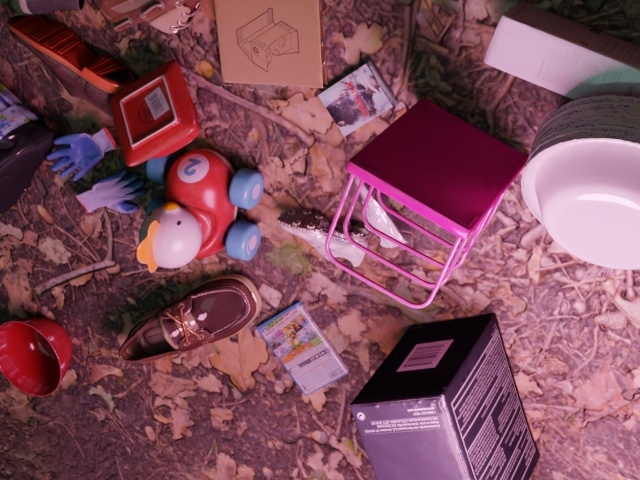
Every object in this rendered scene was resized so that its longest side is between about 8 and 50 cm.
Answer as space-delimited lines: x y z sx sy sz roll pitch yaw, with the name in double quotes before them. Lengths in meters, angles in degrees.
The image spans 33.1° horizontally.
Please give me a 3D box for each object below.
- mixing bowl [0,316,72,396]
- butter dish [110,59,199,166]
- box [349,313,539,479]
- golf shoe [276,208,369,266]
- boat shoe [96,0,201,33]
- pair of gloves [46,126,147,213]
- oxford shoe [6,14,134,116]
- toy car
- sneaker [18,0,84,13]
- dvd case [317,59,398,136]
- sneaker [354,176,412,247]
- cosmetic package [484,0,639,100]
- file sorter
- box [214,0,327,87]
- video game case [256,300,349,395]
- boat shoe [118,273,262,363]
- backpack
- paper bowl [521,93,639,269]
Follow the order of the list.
"mixing bowl" -0.606 0.235 2.330 0.181 0.098 0.182 12 118 23
"butter dish" -0.280 -0.216 1.949 0.159 0.118 0.160 -28 64 18
"box" 0.218 0.327 1.823 0.182 0.296 0.294 -12 106 30
"golf shoe" 0.000 0.000 1.930 0.176 0.069 0.086 17 125 21
"boat shoe" -0.252 -0.420 1.844 0.324 0.123 0.117 2 117 37
"pair of gloves" -0.433 -0.128 2.091 0.159 0.023 0.198 -19 116 26
"oxford shoe" -0.479 -0.326 2.012 0.271 0.097 0.098 35 129 10
"toy car" -0.253 -0.039 1.937 0.219 0.238 0.210 16 119 20
"sneaker" -0.486 -0.524 1.946 0.118 0.083 0.222 1 107 7
"dvd case" 0.062 -0.239 1.817 0.119 0.013 0.087 -28 97 33
"sneaker" 0.095 -0.050 1.863 0.061 0.053 0.152 -27 99 37
"cosmetic package" 0.372 -0.267 1.582 0.231 0.117 0.086 26 121 13
"file sorter" 0.161 -0.057 1.685 0.202 0.290 0.182 31 126 12
"box" -0.085 -0.346 1.841 0.201 0.021 0.165 8 116 24
"video game case" -0.034 0.210 2.072 0.119 0.015 0.166 -33 95 35
"boat shoe" -0.264 0.168 2.106 0.342 0.123 0.123 -20 102 33
"backpack" -0.739 -0.236 2.114 0.290 0.273 0.356 -41 80 39
"paper bowl" 0.432 -0.066 1.551 0.284 0.148 0.284 18 150 11
